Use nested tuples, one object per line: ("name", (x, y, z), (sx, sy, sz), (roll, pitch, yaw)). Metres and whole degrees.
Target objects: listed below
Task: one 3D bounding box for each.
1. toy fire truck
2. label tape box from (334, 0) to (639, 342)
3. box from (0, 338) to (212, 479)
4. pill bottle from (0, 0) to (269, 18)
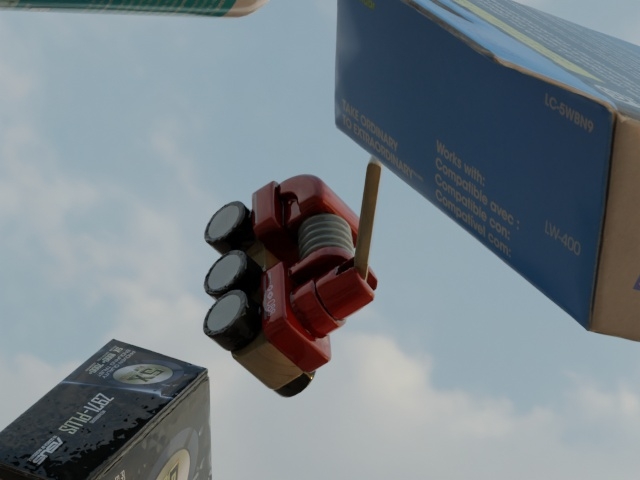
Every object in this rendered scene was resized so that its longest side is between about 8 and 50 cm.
("toy fire truck", (0.000, 0.000, 1.598), (0.246, 0.217, 0.158), (-32, -56, 22))
("label tape box", (0.123, -0.045, 0.797), (0.334, 0.240, 0.106), (13, -71, -35))
("box", (-0.138, 0.180, 1.020), (0.077, 0.147, 0.180), (15, -59, 24))
("pill bottle", (-0.113, -0.216, 1.023), (0.264, 0.146, 0.146), (-1, -31, -26))
